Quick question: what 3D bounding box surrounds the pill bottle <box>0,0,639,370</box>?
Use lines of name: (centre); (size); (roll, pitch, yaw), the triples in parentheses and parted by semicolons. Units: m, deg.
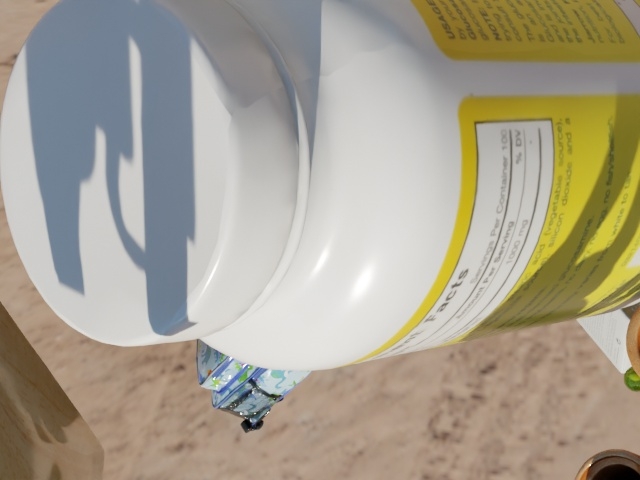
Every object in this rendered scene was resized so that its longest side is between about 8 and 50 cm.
pill bottle: (0.030, -0.042, 0.761); (0.188, 0.334, 0.188); (5, 98, 43)

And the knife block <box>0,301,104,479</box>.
knife block: (-0.115, 0.071, 0.466); (0.088, 0.242, 0.275); (-3, 106, 8)

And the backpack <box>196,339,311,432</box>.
backpack: (-0.054, 0.092, 1.474); (0.084, 0.105, 0.114); (30, 127, -30)

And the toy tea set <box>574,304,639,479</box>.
toy tea set: (0.277, 0.086, 1.153); (0.200, 0.124, 0.336); (22, 97, 40)

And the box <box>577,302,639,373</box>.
box: (0.314, 0.026, 1.702); (0.130, 0.091, 0.170); (-25, 54, -17)
